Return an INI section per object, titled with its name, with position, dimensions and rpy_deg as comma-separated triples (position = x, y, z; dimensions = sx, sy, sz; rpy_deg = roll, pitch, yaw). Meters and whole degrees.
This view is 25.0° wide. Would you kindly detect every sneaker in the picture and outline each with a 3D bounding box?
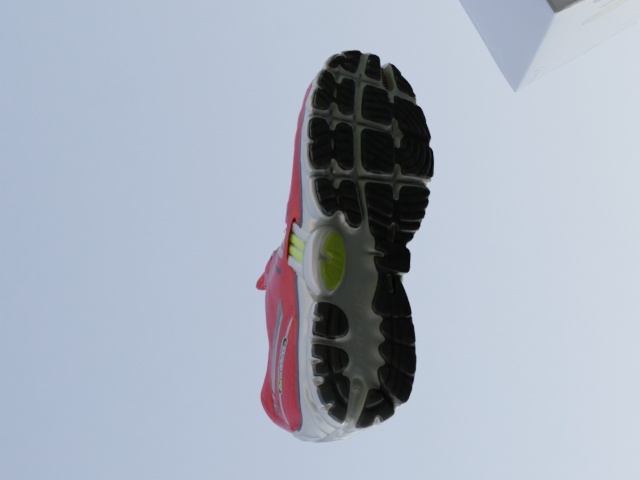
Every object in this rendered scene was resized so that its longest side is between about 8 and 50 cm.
[sneaker]
position = 0.000, 0.000, 0.989
dimensions = 0.107, 0.118, 0.279
rpy_deg = 19, -113, -29

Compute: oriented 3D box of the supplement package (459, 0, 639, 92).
[supplement package]
position = 0.200, -0.281, 1.296
dimensions = 0.204, 0.145, 0.262
rpy_deg = 60, 177, 7
